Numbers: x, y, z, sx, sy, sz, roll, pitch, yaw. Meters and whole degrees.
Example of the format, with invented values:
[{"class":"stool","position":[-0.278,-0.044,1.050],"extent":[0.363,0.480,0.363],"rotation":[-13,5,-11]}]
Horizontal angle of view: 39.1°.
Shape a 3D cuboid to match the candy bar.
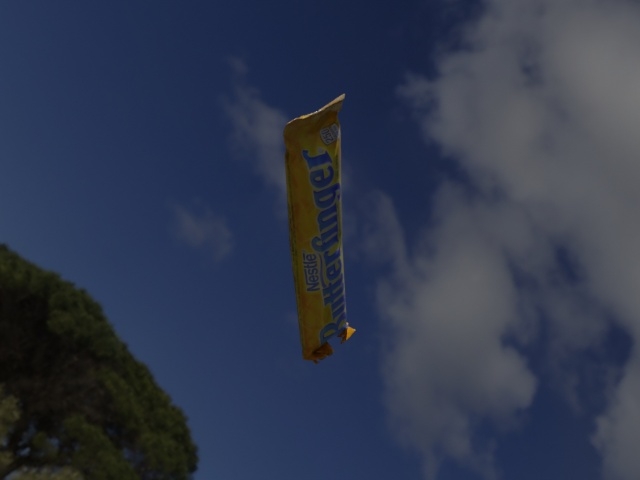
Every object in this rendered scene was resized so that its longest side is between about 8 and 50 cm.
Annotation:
[{"class":"candy bar","position":[0.000,0.000,0.471],"extent":[0.018,0.040,0.161],"rotation":[26,-43,33]}]
